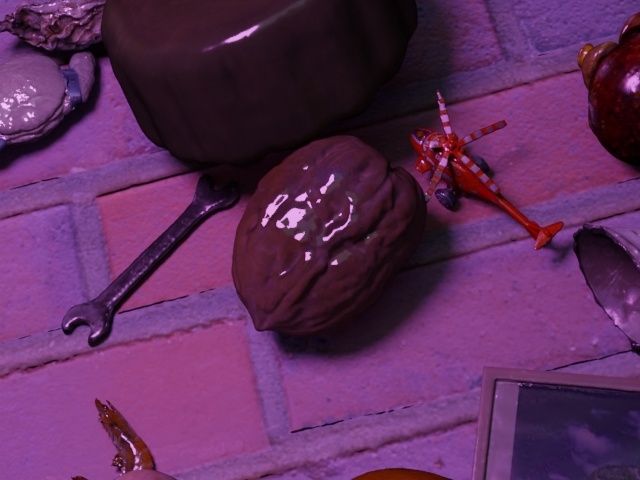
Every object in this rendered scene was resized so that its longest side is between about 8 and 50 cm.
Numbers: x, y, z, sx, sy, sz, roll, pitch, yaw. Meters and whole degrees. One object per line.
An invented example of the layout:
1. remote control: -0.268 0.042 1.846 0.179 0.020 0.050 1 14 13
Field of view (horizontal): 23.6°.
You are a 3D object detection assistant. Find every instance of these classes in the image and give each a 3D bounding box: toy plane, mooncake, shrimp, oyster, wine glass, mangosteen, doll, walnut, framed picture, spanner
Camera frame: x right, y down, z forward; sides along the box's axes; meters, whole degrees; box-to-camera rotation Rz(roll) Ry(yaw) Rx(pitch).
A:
1. toy plane: 0.179 -0.066 1.654 0.194 0.077 0.126 22 70 11
2. mooncake: -0.060 -0.235 1.681 0.351 0.187 0.351 -17 34 12
3. shrimp: -0.225 0.218 1.584 0.083 0.023 0.114 -32 65 -6
4. oyster: -0.293 -0.260 1.815 0.177 0.125 0.064 -1 105 24
5. wine glass: 0.392 -0.006 1.553 0.232 0.156 0.156 -30 61 -13
6. mangosteen: 0.353 -0.159 1.655 0.146 0.181 0.156 42 91 -17
7. doll: -0.349 -0.161 1.780 0.214 0.071 0.103 -31 57 -19
8. walnut: 0.001 0.000 1.592 0.178 0.178 0.230 33 81 23
9. framed picture: 0.288 0.229 1.503 0.281 0.019 0.209 3 62 10
10. spanner: -0.186 0.018 1.692 0.054 0.015 0.254 35 72 26

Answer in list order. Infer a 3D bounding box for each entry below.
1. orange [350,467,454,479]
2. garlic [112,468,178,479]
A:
1. orange: 0.081 0.304 1.397 0.206 0.206 0.206 -4 61 7
2. garlic: -0.146 0.342 1.408 0.185 0.203 0.281 -22 63 18
